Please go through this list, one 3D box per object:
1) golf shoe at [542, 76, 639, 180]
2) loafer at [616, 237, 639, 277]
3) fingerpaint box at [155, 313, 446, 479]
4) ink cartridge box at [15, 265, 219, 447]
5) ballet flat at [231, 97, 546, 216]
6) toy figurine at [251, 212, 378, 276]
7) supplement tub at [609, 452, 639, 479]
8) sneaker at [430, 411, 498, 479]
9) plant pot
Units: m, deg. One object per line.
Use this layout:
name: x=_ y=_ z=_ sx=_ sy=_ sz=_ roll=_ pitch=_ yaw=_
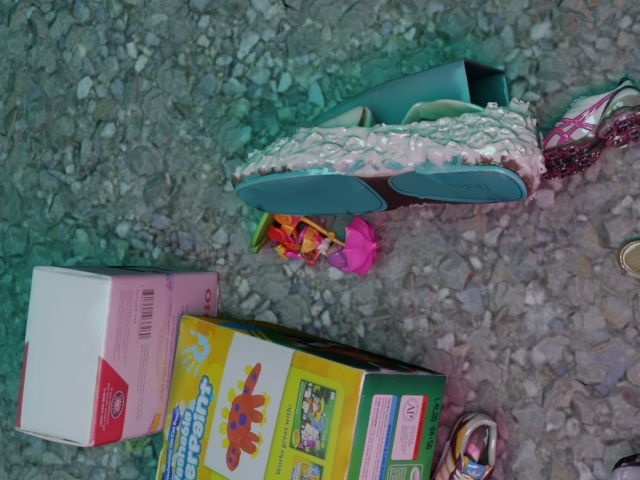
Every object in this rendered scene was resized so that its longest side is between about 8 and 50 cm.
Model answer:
golf shoe: x=0.339 y=-0.142 z=1.875 sx=0.186 sy=0.067 sz=0.086 roll=-27 pitch=51 yaw=21
loafer: x=0.448 y=0.031 z=1.830 sx=0.148 sy=0.050 sz=0.056 roll=14 pitch=94 yaw=21
fingerpaint box: x=-0.049 y=0.349 z=1.889 sx=0.371 sy=0.163 sz=0.444 roll=12 pitch=93 yaw=47
ink cartridge box: x=-0.270 y=0.148 z=1.968 sx=0.131 sy=0.306 sz=0.226 roll=7 pitch=91 yaw=22
ballet flat: x=0.089 y=-0.106 z=1.780 sx=0.409 sy=0.147 sz=0.147 roll=-1 pitch=89 yaw=26
toy figurine: x=0.000 y=0.000 z=1.975 sx=0.159 sy=0.173 sz=0.130 roll=29 pitch=56 yaw=3
supplement tub: x=0.529 y=0.338 z=1.711 sx=0.338 sy=0.207 sz=0.207 roll=-11 pitch=85 yaw=21
sneaker: x=0.185 y=0.314 z=1.886 sx=0.070 sy=0.084 sz=0.185 roll=15 pitch=83 yaw=-8
plant pot: x=0.122 y=-0.129 z=1.905 sx=0.234 sy=0.166 sz=0.165 roll=-10 pitch=86 yaw=26
